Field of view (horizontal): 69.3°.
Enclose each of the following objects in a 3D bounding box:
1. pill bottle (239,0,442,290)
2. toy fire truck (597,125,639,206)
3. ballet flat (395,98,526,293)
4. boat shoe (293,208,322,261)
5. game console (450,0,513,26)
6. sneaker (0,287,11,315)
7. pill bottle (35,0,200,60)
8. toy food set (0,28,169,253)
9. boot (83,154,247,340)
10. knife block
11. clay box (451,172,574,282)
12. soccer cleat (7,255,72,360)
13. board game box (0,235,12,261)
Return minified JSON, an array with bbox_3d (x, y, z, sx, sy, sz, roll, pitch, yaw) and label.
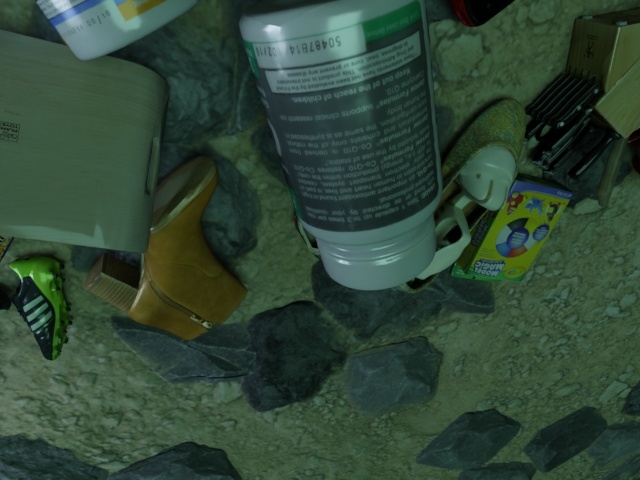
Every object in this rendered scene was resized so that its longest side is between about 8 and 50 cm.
[{"bbox_3d":[0.047,-0.124,0.592,0.204,0.204,0.361,-18,124,-3],"label":"pill bottle"},{"bbox_3d":[0.554,-0.142,0.758,0.246,0.159,0.217,-29,125,19],"label":"toy fire truck"},{"bbox_3d":[0.223,-0.054,0.737,0.123,0.123,0.349,26,112,-27],"label":"ballet flat"},{"bbox_3d":[0.000,0.000,0.756,0.049,0.043,0.137,-31,125,4],"label":"boat shoe"},{"bbox_3d":[0.262,-0.480,0.480,0.386,0.060,0.342,-36,137,8],"label":"game console"},{"bbox_3d":[-0.542,0.100,0.680,0.161,0.057,0.075,3,138,-18],"label":"sneaker"},{"bbox_3d":[-0.241,-0.324,0.420,0.152,0.152,0.272,-26,125,2],"label":"pill bottle"},{"bbox_3d":[-0.346,-0.113,0.536,0.305,0.092,0.220,8,86,-17],"label":"toy food set"},{"bbox_3d":[-0.185,0.027,0.701,0.295,0.104,0.211,-42,128,19],"label":"boot"},{"bbox_3d":[0.455,-0.218,0.709,0.275,0.088,0.242,-13,125,-6],"label":"knife block"},{"bbox_3d":[0.336,-0.008,0.832,0.127,0.053,0.222,8,119,-18],"label":"clay box"},{"bbox_3d":[-0.428,0.104,0.707,0.072,0.060,0.179,5,114,-8],"label":"soccer cleat"},{"bbox_3d":[-0.484,-0.064,0.588,0.193,0.045,0.147,29,111,-28],"label":"board game box"}]
